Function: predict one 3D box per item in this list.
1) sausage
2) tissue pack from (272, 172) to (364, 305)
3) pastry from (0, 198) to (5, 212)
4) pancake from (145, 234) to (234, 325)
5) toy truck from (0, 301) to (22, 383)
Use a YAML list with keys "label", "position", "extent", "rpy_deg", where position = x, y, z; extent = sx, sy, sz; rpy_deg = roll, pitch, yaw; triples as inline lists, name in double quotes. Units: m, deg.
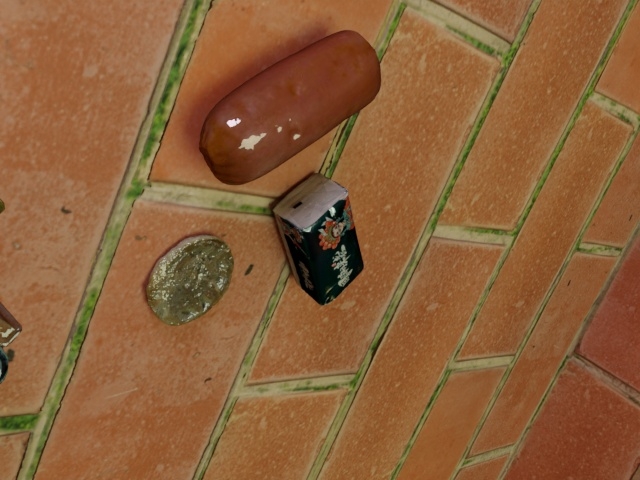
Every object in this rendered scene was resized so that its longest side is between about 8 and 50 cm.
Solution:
- label: "sausage"
  position: [-0.041, -0.164, 0.978]
  extent: [0.259, 0.113, 0.113]
  rpy_deg: [-36, 140, -26]
- label: "tissue pack"
  position: [0.000, 0.000, 1.164]
  extent: [0.103, 0.090, 0.170]
  rpy_deg: [-41, 142, -23]
- label: "pastry"
  position: [-0.395, -0.031, 0.583]
  extent: [0.235, 0.240, 0.132]
  rpy_deg: [36, 67, -38]
- label: "pancake"
  position: [-0.174, 0.054, 1.069]
  extent: [0.139, 0.022, 0.139]
  rpy_deg: [-28, 135, -32]
- label: "toy truck"
  position: [-0.468, 0.150, 0.734]
  extent: [0.338, 0.133, 0.184]
  rpy_deg: [-49, 133, -13]
